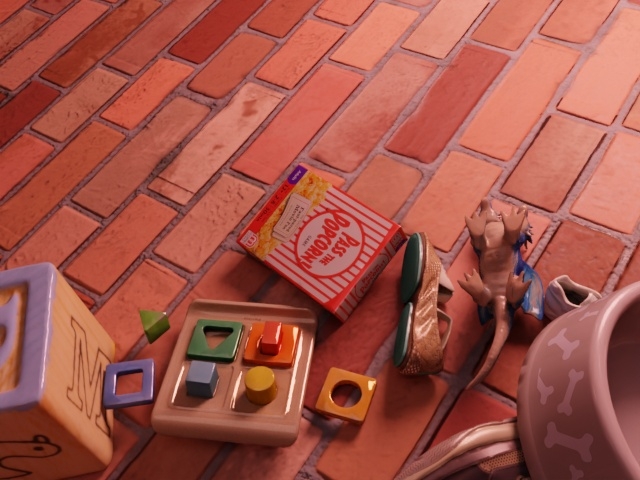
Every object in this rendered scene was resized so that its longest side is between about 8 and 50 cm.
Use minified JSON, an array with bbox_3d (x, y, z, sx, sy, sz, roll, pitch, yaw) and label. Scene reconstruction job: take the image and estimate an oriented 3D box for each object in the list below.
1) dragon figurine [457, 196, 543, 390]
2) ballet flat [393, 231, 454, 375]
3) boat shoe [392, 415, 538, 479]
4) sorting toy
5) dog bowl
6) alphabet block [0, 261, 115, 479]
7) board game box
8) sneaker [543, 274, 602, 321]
[{"bbox_3d":[0.228,0.054,0.913,0.085,0.144,0.289,-8,61,22],"label":"dragon figurine"},{"bbox_3d":[0.137,0.083,0.945,0.067,0.073,0.206,17,58,-9],"label":"ballet flat"},{"bbox_3d":[0.192,0.253,0.718,0.355,0.132,0.130,-20,51,-20],"label":"boat shoe"},{"bbox_3d":[-0.102,0.153,0.921,0.347,0.047,0.196,4,48,7],"label":"sorting toy"},{"bbox_3d":[0.368,0.187,0.700,0.348,0.102,0.349,10,53,-13],"label":"dog bowl"},{"bbox_3d":[-0.374,0.171,0.889,0.192,0.197,0.194,-12,52,4],"label":"alphabet block"},{"bbox_3d":[0.000,0.000,1.016,0.193,0.045,0.147,33,81,30],"label":"board game box"},{"bbox_3d":[0.335,0.098,0.886,0.152,0.061,0.053,34,65,29],"label":"sneaker"}]
